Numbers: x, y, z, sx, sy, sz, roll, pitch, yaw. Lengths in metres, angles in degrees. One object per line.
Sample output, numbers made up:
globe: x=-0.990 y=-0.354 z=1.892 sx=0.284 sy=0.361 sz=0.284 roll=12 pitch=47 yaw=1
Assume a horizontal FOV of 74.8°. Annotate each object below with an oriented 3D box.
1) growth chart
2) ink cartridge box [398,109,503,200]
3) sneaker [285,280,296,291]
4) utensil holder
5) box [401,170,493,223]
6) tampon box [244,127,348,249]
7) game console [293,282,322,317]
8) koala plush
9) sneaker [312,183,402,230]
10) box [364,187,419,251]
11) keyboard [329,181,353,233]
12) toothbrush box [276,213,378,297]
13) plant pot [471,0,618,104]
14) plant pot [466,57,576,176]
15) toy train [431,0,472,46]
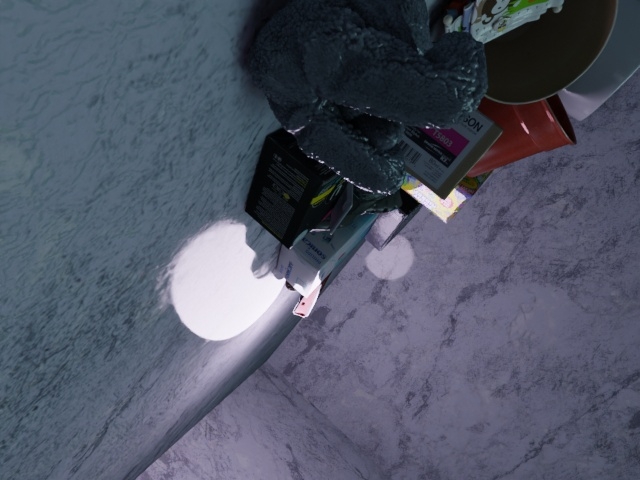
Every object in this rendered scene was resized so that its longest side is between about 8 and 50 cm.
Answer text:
growth chart: x=0.326 y=-0.408 z=0.737 sx=0.237 sy=0.021 sz=0.172 roll=-23 pitch=161 yaw=19
ink cartridge box: x=0.255 y=-0.239 z=0.952 sx=0.193 sy=0.235 sz=0.088 roll=-55 pitch=170 yaw=26
sneaker: x=-0.046 y=0.094 z=1.412 sx=0.188 sy=0.066 sz=0.071 roll=-52 pitch=171 yaw=19
utensil holder: x=0.698 y=-0.581 z=1.192 sx=0.327 sy=0.385 sz=0.327 roll=-48 pitch=170 yaw=-11
box: x=0.403 y=-0.265 z=1.370 sx=0.279 sy=0.290 sz=0.177 roll=-46 pitch=170 yaw=-27
tampon box: x=-0.027 y=-0.090 z=0.644 sx=0.120 sy=0.101 sz=0.161 roll=-42 pitch=168 yaw=-40
game console: x=0.030 y=0.059 z=1.446 sx=0.386 sy=0.060 sz=0.342 roll=-60 pitch=174 yaw=-34
koala plush: x=0.053 y=-0.207 z=0.445 sx=0.196 sy=0.203 sz=0.221 roll=-48 pitch=-162 yaw=60
sneaker: x=0.048 y=-0.108 z=0.955 sx=0.341 sy=0.139 sz=0.125 roll=-22 pitch=-164 yaw=-41
box: x=0.296 y=-0.160 z=1.629 sx=0.296 sy=0.183 sz=0.294 roll=-42 pitch=168 yaw=-28
keyboard: x=0.043 y=-0.118 z=0.767 sx=0.256 sy=0.014 sz=0.072 roll=-83 pitch=-164 yaw=-47
toothbrush box: x=0.028 y=-0.014 z=1.142 sx=0.295 sy=0.126 sz=0.216 roll=-43 pitch=169 yaw=-27
plant pot: x=0.419 y=-0.462 z=0.878 sx=0.284 sy=0.284 sz=0.191 roll=-57 pitch=-159 yaw=38
plant pot: x=0.488 y=-0.317 z=1.128 sx=0.265 sy=0.272 sz=0.272 roll=-26 pitch=-172 yaw=39
toy train: x=0.209 y=-0.381 z=0.781 sx=0.166 sy=0.046 sz=0.125 roll=-41 pitch=155 yaw=-20
